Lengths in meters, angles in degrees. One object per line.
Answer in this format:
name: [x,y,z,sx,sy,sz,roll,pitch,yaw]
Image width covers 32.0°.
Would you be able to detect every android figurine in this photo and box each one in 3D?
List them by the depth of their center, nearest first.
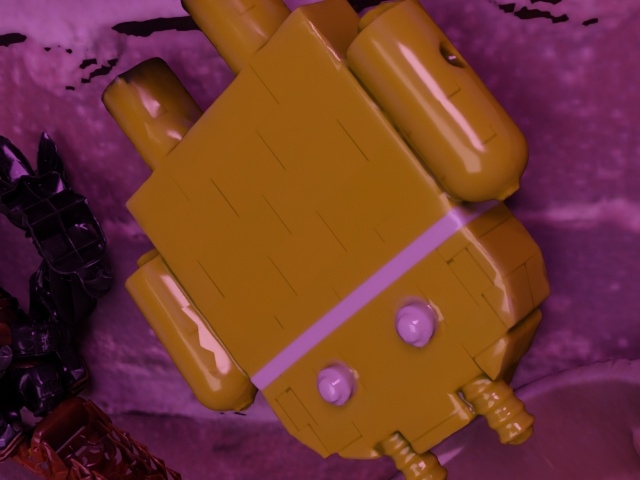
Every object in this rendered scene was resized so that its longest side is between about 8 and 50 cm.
android figurine: [0.000,0.000,0.557,0.248,0.056,0.273,-40,81,38]

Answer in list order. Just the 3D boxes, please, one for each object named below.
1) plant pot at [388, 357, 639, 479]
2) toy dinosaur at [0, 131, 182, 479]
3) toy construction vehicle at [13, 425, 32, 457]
plant pot: [0.145,0.277,0.495,0.305,0.334,0.334,43,128,-9]
toy dinosaur: [-0.198,0.063,0.694,0.322,0.164,0.218,17,141,3]
toy construction vehicle: [-0.258,0.154,0.784,0.098,0.086,0.035,3,108,30]
